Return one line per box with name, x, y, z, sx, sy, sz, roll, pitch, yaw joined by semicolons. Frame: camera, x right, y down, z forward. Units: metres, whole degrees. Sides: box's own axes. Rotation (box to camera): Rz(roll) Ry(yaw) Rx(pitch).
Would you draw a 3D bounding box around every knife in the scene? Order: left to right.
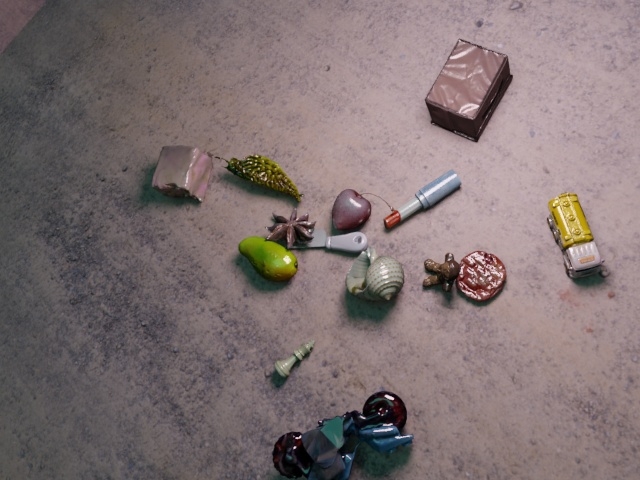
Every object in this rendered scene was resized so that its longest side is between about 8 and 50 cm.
knife;0.001;-0.002;1.806;0.331;0.044;0.080;2;67;24

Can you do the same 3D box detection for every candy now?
candy;-0.508;-0.252;2.008;0.184;0.137;0.195;6;73;21

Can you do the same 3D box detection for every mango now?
mango;-0.177;0.063;1.805;0.232;0.111;0.125;21;76;23

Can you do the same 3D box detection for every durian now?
durian;-0.204;-0.240;1.903;0.375;0.132;0.107;27;96;19

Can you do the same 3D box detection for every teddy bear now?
teddy bear;0.370;0.098;1.600;0.077;0.160;0.119;13;78;-15

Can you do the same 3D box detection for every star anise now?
star anise;-0.103;-0.033;1.816;0.204;0.061;0.181;14;44;26

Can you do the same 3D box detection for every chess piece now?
chess piece;-0.073;0.366;1.704;0.149;0.059;0.059;-39;65;-2

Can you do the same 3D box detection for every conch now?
conch;0.178;0.114;1.653;0.172;0.131;0.200;-44;21;26

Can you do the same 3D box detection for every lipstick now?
lipstick;0.316;-0.124;1.711;0.274;0.068;0.061;-34;62;5

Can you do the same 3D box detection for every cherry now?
cherry;0.119;-0.081;1.746;0.188;0.115;0.148;40;70;20

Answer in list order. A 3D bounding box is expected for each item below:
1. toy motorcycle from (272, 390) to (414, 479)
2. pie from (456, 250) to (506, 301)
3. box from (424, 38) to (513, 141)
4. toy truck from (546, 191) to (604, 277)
toy motorcycle;0.073;0.600;1.529;0.416;0.172;0.232;-25;73;1
pie;0.474;0.105;1.602;0.153;0.038;0.154;-6;73;20
box;0.474;-0.482;1.726;0.188;0.153;0.252;30;86;26
toy truck;0.708;-0.016;1.514;0.098;0.114;0.227;-16;69;14
